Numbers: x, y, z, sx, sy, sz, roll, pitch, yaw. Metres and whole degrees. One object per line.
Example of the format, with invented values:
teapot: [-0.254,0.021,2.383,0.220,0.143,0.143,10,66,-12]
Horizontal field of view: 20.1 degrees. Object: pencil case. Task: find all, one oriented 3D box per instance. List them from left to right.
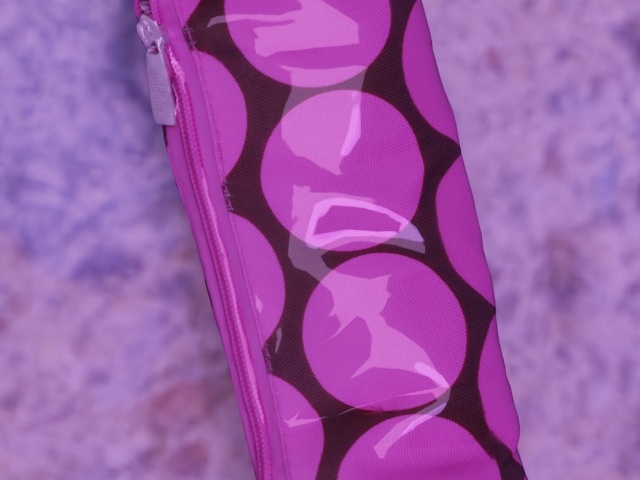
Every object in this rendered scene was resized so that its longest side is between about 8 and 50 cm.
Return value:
pencil case: [0.000,0.000,0.588,0.098,0.095,0.209,-14,86,-41]
